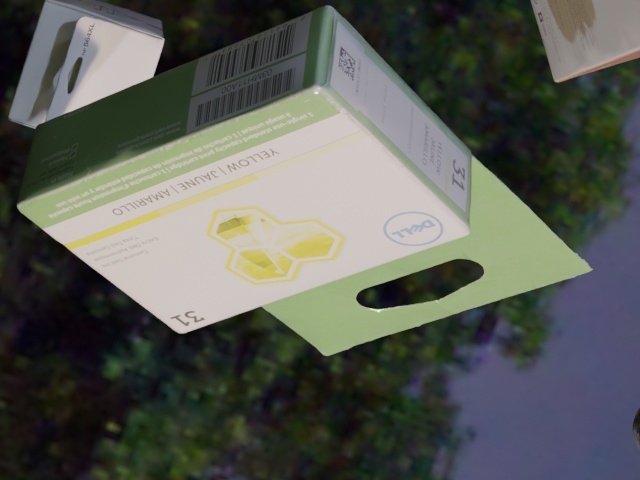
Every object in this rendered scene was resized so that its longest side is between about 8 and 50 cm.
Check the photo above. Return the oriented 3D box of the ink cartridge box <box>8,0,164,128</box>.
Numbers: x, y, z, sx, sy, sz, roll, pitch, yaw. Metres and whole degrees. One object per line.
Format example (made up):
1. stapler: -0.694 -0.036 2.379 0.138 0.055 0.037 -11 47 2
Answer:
1. ink cartridge box: -0.169 -0.123 1.337 0.143 0.090 0.092 -114 -138 -76

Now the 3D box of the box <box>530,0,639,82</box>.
1. box: 0.352 -0.278 1.775 0.345 0.215 0.168 169 -96 -79

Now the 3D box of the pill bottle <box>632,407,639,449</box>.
1. pill bottle: 0.370 0.212 1.851 0.078 0.078 0.137 -60 -164 13

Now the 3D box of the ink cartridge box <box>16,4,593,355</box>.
1. ink cartridge box: 0.000 0.000 0.866 0.171 0.235 0.056 -19 -133 30
